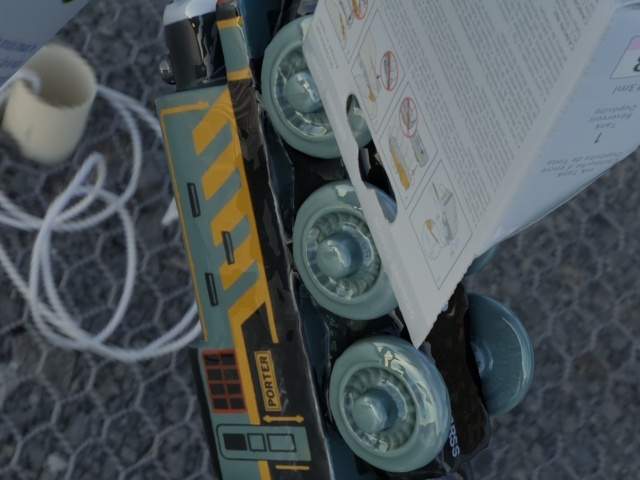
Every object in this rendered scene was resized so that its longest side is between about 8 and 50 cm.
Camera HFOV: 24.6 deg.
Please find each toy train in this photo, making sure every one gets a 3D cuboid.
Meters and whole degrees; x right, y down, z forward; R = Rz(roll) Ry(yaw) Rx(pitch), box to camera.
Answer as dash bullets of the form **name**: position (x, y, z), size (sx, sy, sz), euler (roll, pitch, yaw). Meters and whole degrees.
- **toy train**: position (0.000, 0.000, 0.844), size (0.142, 0.190, 0.334), euler (-23, 104, -52)

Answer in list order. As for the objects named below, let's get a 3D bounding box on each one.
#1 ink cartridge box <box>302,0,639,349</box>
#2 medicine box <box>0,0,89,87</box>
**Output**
- **ink cartridge box**: position (0.067, -0.093, 0.620), size (0.066, 0.232, 0.189), euler (-9, 59, -17)
- **medicine box**: position (-0.157, -0.179, 0.419), size (0.289, 0.149, 0.263), euler (-44, 94, 4)
